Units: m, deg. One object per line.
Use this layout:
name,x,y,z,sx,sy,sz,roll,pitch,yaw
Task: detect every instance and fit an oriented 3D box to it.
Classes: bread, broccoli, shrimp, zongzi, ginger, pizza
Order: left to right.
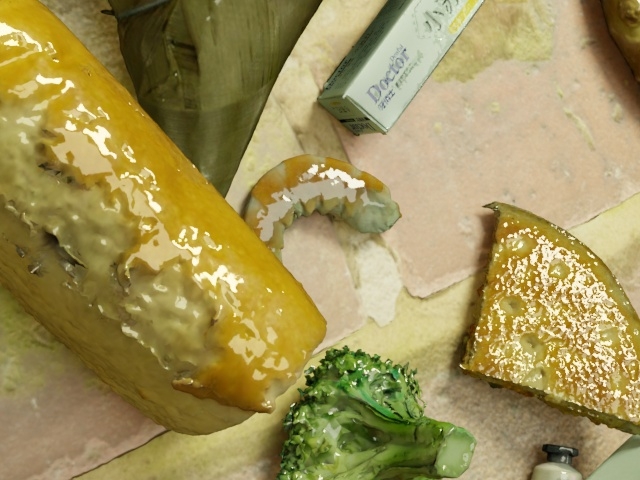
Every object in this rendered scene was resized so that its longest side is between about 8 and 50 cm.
bread,-0.177,-0.008,0.949,0.165,0.236,0.375,-45,101,-23
zongzi,-0.036,-0.229,1.107,0.356,0.174,0.392,-24,107,-31
shrimp,0.000,0.000,1.140,0.161,0.049,0.166,19,74,-19
broccoli,0.060,0.192,1.053,0.194,0.194,0.219,48,59,-11
pizza,0.228,0.096,1.204,0.197,0.058,0.292,-30,73,-12
ginger,0.388,-0.239,1.338,0.109,0.116,0.263,-25,97,-5

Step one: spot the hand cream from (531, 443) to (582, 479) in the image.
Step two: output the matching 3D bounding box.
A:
hand cream,0.234,0.328,1.197,0.080,0.050,0.234,15,79,-31

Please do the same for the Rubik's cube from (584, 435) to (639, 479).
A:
Rubik's cube,0.389,0.406,1.065,0.352,0.347,0.351,-45,111,-25

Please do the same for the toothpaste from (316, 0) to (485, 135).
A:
toothpaste,0.116,-0.246,1.182,0.071,0.089,0.313,40,79,-19
